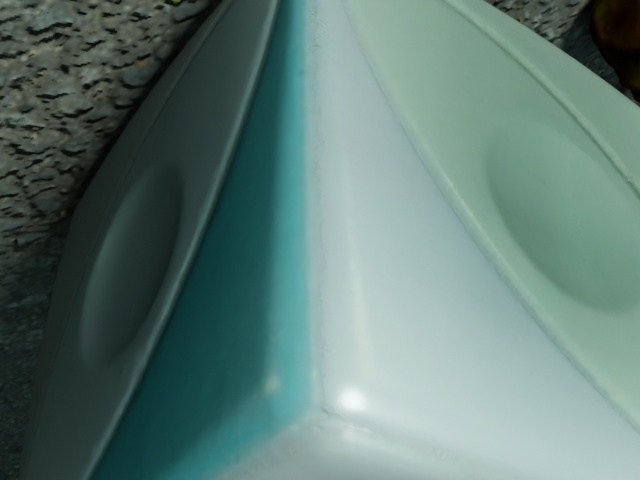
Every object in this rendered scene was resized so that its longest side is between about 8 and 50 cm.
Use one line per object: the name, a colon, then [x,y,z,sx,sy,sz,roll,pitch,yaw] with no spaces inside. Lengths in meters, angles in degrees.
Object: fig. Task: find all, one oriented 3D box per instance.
fig: [0.306,-0.177,0.829,0.166,0.154,0.144,-49,146,-27]

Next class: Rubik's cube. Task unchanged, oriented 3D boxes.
Rubik's cube: [0.033,0.072,0.655,0.347,0.351,0.352,23,139,-28]
